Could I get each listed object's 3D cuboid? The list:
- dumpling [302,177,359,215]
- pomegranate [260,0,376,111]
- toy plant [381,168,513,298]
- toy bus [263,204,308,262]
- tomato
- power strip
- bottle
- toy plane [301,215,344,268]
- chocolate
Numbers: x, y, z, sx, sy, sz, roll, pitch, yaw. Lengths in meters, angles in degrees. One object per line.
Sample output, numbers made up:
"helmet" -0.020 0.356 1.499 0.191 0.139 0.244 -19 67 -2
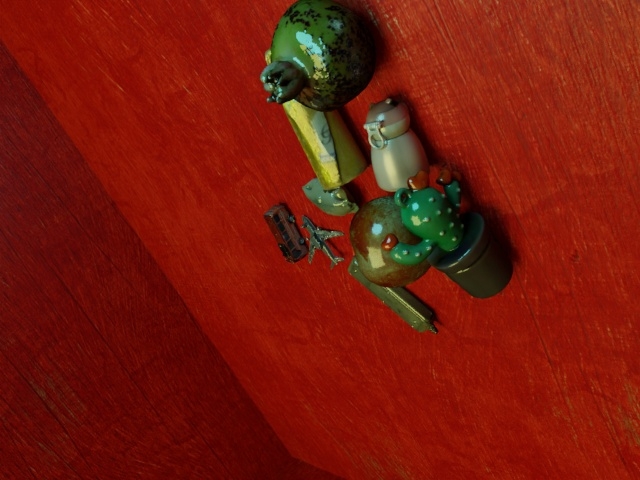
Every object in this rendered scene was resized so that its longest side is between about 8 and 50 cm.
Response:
"dumpling" 0.036 -0.127 2.098 0.217 0.105 0.149 23 141 34
"pomegranate" -0.023 -0.431 1.594 0.285 0.340 0.285 27 142 24
"toy plant" 0.335 -0.007 1.704 0.400 0.279 0.185 43 -169 -27
"toy bus" -0.129 -0.023 2.432 0.074 0.096 0.234 9 131 49
"tomato" 0.221 -0.003 1.864 0.223 0.270 0.270 -17 114 31
"power strip" 0.257 0.190 2.234 0.387 0.066 0.092 41 147 15
"bottle" 0.194 -0.263 1.715 0.148 0.147 0.236 9 128 46
"toy plane" -0.001 0.003 2.339 0.226 0.058 0.226 48 133 -1
"chocolate" -0.029 -0.355 1.866 0.162 0.162 0.445 -6 120 54
